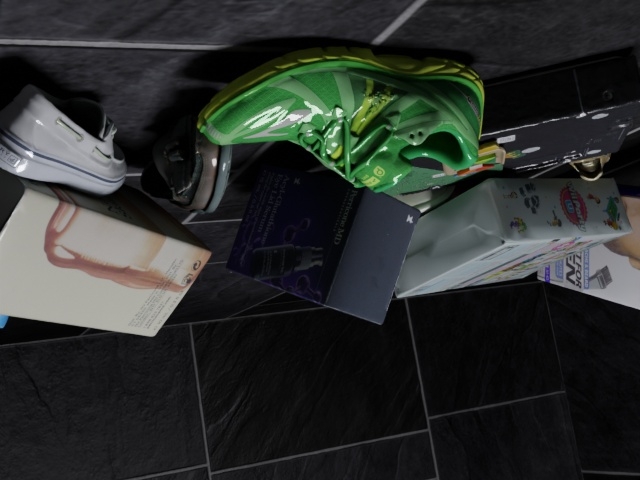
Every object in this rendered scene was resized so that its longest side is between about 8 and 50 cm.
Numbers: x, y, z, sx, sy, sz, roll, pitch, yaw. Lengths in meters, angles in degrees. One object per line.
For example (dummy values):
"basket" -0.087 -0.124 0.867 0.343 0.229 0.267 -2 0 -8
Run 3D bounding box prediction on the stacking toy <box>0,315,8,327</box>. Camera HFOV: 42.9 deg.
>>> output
"stacking toy" -0.497 0.000 0.920 0.302 0.165 0.175 11 171 -22

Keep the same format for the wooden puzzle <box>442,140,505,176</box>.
"wooden puzzle" 0.180 -0.091 0.957 0.079 0.014 0.116 -12 171 16

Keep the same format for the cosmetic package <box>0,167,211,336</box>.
"cosmetic package" -0.266 -0.004 0.832 0.129 0.153 0.296 -55 155 6

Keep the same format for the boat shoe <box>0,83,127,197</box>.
"boat shoe" -0.221 -0.092 0.752 0.076 0.083 0.226 -50 178 7

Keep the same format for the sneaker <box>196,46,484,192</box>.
"sneaker" 0.034 -0.108 0.764 0.295 0.123 0.109 -4 170 -23

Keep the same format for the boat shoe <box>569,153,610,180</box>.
"boat shoe" 0.383 -0.120 1.174 0.068 0.072 0.190 -15 169 29

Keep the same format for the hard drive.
"hard drive" 0.199 -0.127 0.993 0.339 0.064 0.237 -12 170 12

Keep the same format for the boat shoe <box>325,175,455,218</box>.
"boat shoe" 0.044 -0.046 1.181 0.305 0.109 0.091 -14 166 3

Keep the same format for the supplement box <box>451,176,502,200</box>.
"supplement box" 0.288 -0.057 1.427 0.104 0.080 0.188 -14 169 30

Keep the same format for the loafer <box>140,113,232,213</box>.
"loafer" -0.151 -0.076 0.888 0.084 0.096 0.267 6 171 -13

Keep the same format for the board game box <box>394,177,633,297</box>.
"board game box" 0.277 -0.007 1.209 0.303 0.097 0.224 -3 162 -39

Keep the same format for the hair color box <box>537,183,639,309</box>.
"hair color box" 0.511 0.004 1.371 0.110 0.185 0.339 -5 -170 -24

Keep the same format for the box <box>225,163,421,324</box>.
"box" 0.000 0.000 1.024 0.108 0.153 0.207 22 175 -42
